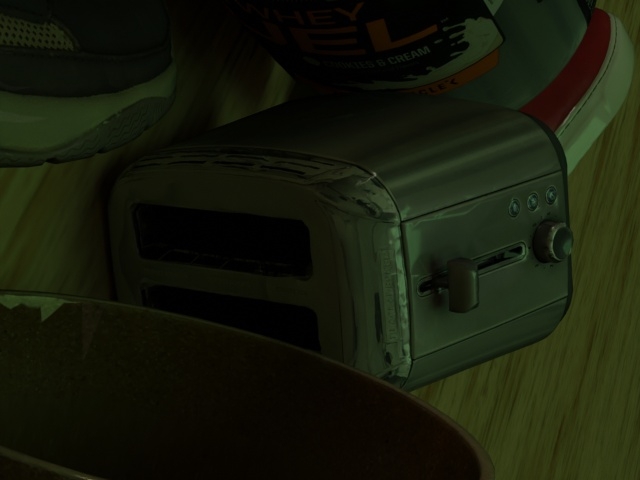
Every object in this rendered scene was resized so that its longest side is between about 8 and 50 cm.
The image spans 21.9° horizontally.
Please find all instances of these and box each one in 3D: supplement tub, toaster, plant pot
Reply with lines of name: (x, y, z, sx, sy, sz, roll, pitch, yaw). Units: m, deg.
supplement tub: (0.015, -0.187, 0.807, 0.316, 0.194, 0.193, 41, 55, -62)
toaster: (0.000, 0.000, 0.800, 0.146, 0.227, 0.129, -20, 112, -48)
plant pot: (-0.081, 0.172, 0.611, 0.237, 0.237, 0.254, -12, 117, -67)

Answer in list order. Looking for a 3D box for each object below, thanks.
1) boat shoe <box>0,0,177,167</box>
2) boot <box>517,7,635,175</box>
boat shoe: (-0.146, -0.086, 0.501, 0.355, 0.132, 0.130, -23, 116, -67)
boot: (0.094, -0.110, 1.054, 0.176, 0.088, 0.244, 45, 55, -11)
